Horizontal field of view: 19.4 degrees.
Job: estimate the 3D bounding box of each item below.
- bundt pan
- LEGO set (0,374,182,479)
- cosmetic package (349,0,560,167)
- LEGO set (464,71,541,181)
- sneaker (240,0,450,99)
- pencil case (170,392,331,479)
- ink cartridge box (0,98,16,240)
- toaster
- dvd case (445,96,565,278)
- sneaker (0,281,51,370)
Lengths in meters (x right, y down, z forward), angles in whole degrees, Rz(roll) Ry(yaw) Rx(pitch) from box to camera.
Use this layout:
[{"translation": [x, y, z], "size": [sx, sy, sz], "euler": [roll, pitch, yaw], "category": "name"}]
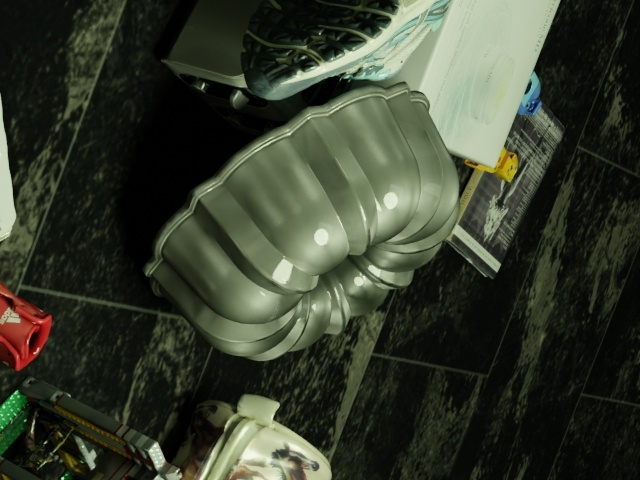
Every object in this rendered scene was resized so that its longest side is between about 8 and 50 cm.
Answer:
[{"translation": [0.000, 0.000, 1.802], "size": [0.330, 0.124, 0.331], "euler": [-30, 160, -12], "category": "bundt pan"}, {"translation": [-0.244, 0.300, 1.700], "size": [0.331, 0.192, 0.255], "euler": [-43, 141, -34], "category": "LEGO set"}, {"translation": [0.128, -0.217, 1.996], "size": [0.224, 0.138, 0.224], "euler": [15, 97, -60], "category": "cosmetic package"}, {"translation": [0.201, -0.127, 2.214], "size": [0.227, 0.087, 0.093], "euler": [-58, 147, -12], "category": "LEGO set"}, {"translation": [0.038, -0.183, 1.696], "size": [0.283, 0.110, 0.122], "euler": [-38, 144, -36], "category": "sneaker"}, {"translation": [-0.152, 0.352, 1.906], "size": [0.410, 0.160, 0.183], "euler": [-57, 165, -16], "category": "pencil case"}, {"translation": [-0.323, -0.082, 1.319], "size": [0.087, 0.208, 0.153], "euler": [-36, 137, -40], "category": "ink cartridge box"}, {"translation": [-0.041, -0.197, 1.774], "size": [0.186, 0.110, 0.168], "euler": [-62, 149, -9], "category": "toaster"}, {"translation": [0.233, -0.074, 2.362], "size": [0.221, 0.018, 0.164], "euler": [-64, 150, -7], "category": "dvd case"}, {"translation": [-0.289, 0.031, 1.521], "size": [0.087, 0.128, 0.221], "euler": [-61, 148, -11], "category": "sneaker"}]
